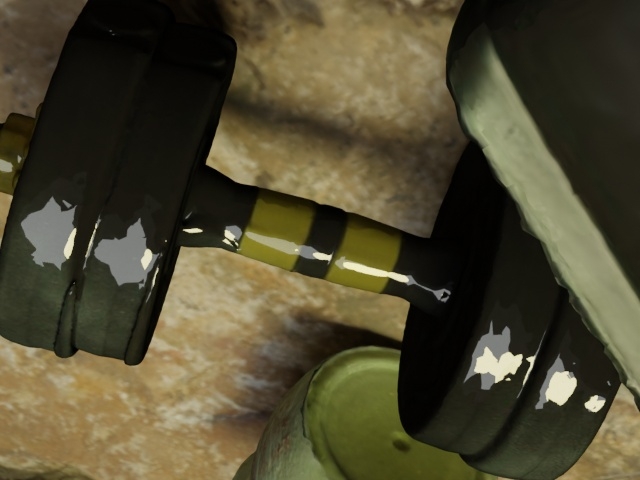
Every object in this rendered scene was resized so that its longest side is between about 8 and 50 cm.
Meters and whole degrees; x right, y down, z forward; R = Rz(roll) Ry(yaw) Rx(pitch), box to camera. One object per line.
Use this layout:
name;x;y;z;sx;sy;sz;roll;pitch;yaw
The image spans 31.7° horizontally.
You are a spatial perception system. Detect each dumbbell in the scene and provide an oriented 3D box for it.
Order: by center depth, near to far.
dumbbell;0.000;0.000;0.570;0.388;0.185;0.185;16;133;-6

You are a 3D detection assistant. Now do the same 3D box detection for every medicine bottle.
medicine bottle;0.024;0.162;0.737;0.147;0.147;0.143;21;133;-10

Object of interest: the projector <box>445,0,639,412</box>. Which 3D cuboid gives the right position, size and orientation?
projector;0.319;-0.041;0.389;0.405;0.242;0.395;-25;108;32
